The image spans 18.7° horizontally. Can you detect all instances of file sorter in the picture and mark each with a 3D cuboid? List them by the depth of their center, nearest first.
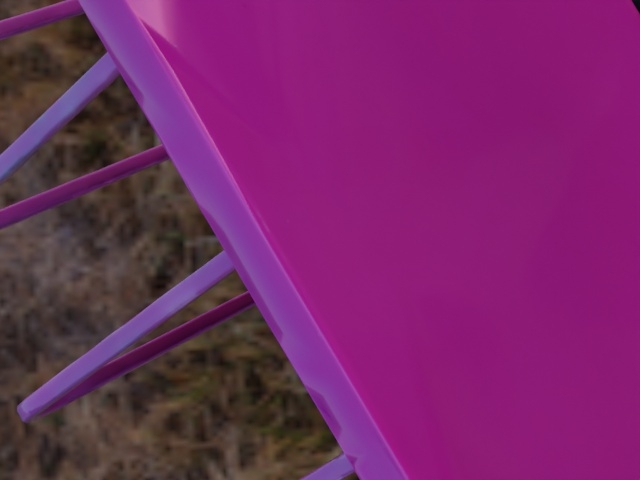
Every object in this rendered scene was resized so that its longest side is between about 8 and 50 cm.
[{"bbox_3d":[0.000,0.000,0.659,0.182,0.202,0.291,-36,83,46],"label":"file sorter"}]

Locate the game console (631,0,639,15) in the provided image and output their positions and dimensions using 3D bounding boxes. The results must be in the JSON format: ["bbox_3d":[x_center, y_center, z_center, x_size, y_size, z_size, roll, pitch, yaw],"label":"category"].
[{"bbox_3d":[0.242,-0.085,0.777,0.173,0.293,0.250,-30,49,23],"label":"game console"}]
